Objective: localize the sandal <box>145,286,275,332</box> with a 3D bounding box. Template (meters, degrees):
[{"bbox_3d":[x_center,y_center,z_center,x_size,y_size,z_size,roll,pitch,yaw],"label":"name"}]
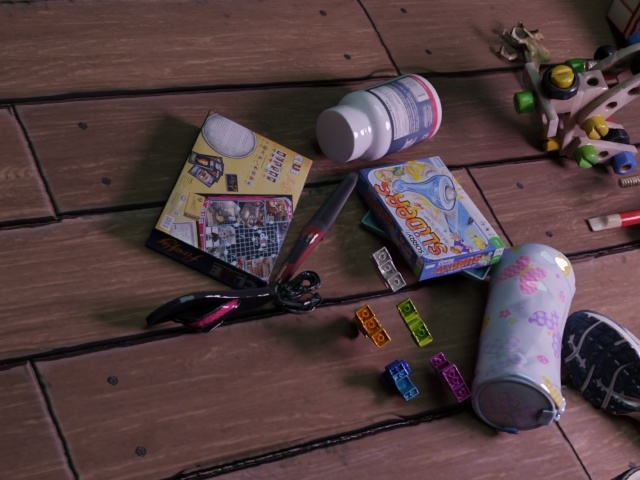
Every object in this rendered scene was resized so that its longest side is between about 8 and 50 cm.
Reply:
[{"bbox_3d":[-0.130,0.090,1.563,0.179,0.067,0.040,-6,69,-35],"label":"sandal"}]

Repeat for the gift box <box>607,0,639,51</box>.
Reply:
[{"bbox_3d":[0.699,-0.426,2.303,0.255,0.258,0.276,13,30,-17],"label":"gift box"}]

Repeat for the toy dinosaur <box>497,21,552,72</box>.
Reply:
[{"bbox_3d":[0.359,-0.326,2.168,0.093,0.053,0.183,23,47,-13],"label":"toy dinosaur"}]

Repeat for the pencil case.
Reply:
[{"bbox_3d":[0.280,0.128,1.714,0.124,0.113,0.273,5,45,11],"label":"pencil case"}]

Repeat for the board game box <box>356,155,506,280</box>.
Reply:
[{"bbox_3d":[0.154,-0.035,1.786,0.136,0.035,0.201,-12,48,-25],"label":"board game box"}]

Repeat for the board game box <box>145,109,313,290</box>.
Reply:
[{"bbox_3d":[-0.118,-0.053,1.696,0.165,0.042,0.243,26,46,-7],"label":"board game box"}]

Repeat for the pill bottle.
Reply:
[{"bbox_3d":[0.083,-0.176,1.860,0.180,0.108,0.108,-23,68,-39],"label":"pill bottle"}]

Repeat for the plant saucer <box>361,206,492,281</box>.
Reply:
[{"bbox_3d":[0.154,0.001,1.790,0.192,0.018,0.067,27,44,11],"label":"plant saucer"}]

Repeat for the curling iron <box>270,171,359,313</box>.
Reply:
[{"bbox_3d":[0.000,0.000,1.723,0.068,0.035,0.274,32,47,-7],"label":"curling iron"}]

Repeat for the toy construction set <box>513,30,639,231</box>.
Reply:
[{"bbox_3d":[0.421,-0.166,2.002,0.237,0.257,0.309,-11,83,-15],"label":"toy construction set"}]

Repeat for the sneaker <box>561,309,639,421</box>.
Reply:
[{"bbox_3d":[0.459,0.200,1.787,0.283,0.110,0.122,43,29,5],"label":"sneaker"}]

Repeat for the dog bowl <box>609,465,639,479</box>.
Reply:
[{"bbox_3d":[0.344,0.462,1.366,0.408,0.150,0.408,37,41,-41],"label":"dog bowl"}]

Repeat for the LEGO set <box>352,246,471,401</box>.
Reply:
[{"bbox_3d":[0.094,0.120,1.643,0.087,0.093,0.227,-31,101,-6],"label":"LEGO set"}]
